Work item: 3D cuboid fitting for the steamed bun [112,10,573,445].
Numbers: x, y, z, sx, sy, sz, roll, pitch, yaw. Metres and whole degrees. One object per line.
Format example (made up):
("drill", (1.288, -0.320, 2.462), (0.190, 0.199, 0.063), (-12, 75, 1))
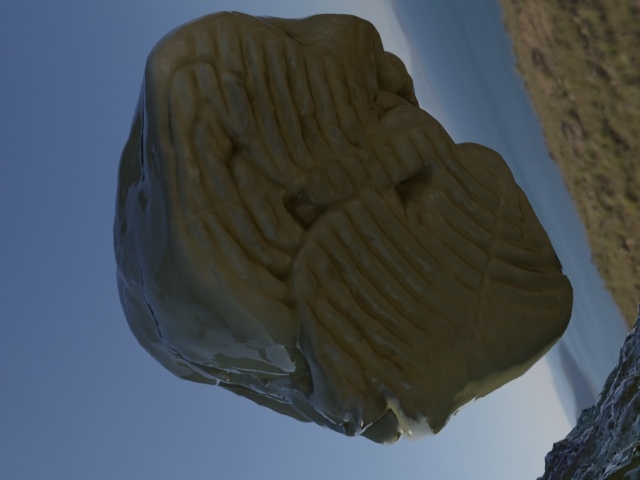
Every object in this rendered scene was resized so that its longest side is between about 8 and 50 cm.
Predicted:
("steamed bun", (0.001, 0.003, 0.537), (0.289, 0.203, 0.276), (-1, -104, -31))

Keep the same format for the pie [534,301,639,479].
("pie", (0.240, 0.129, 0.553), (0.078, 0.371, 0.296), (31, -162, 14))
